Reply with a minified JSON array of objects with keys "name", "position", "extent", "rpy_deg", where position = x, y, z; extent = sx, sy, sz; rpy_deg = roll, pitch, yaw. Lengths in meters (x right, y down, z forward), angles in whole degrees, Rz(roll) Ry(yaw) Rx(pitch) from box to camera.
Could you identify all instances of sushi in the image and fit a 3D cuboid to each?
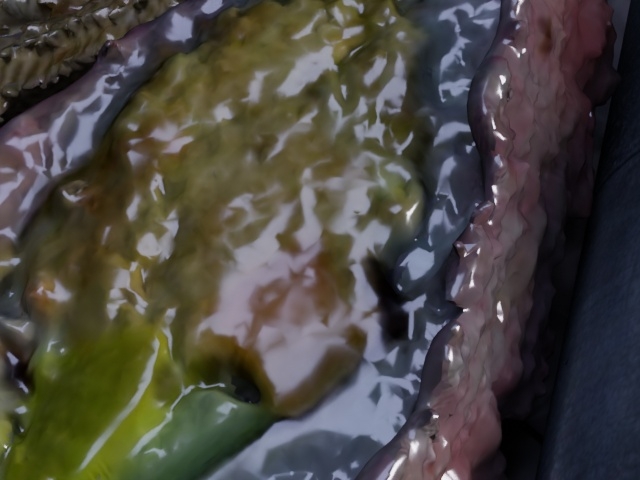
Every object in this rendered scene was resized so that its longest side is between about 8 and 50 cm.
[{"name":"sushi","position":[-0.019,0.000,0.450],"extent":[0.161,0.107,0.241],"rpy_deg":[7,70,24]}]

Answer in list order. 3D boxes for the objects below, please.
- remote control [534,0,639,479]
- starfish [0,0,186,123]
[{"name":"remote control","position":[0.103,-0.005,0.443],"extent":[0.107,0.044,0.377],"rpy_deg":[-33,31,47]},{"name":"starfish","position":[-0.146,-0.065,0.594],"extent":[0.299,0.060,0.302],"rpy_deg":[-22,36,14]}]
